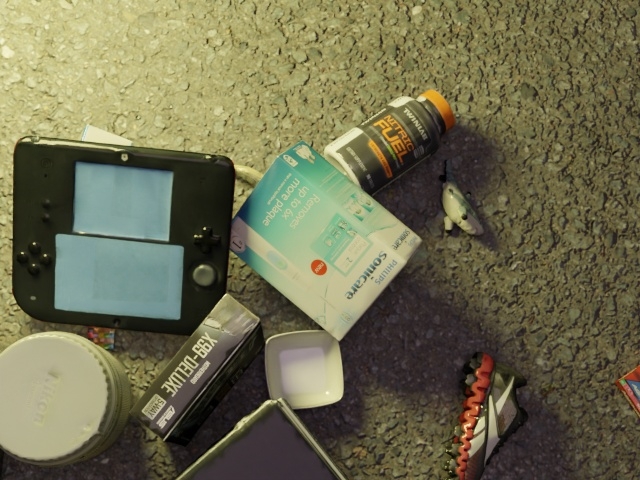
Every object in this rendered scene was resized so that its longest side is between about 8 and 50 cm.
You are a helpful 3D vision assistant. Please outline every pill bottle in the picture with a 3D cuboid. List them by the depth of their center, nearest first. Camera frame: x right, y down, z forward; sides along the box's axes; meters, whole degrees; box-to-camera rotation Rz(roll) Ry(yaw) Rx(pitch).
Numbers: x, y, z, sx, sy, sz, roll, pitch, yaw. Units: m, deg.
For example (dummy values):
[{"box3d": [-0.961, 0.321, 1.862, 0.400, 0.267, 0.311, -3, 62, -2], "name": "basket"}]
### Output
[{"box3d": [0.139, -0.190, 1.846, 0.246, 0.130, 0.130, -36, 84, -11], "name": "pill bottle"}]

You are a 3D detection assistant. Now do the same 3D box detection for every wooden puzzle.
[{"box3d": [-0.407, 0.178, 1.788, 0.049, 0.006, 0.083, 1, 79, -5], "name": "wooden puzzle"}]

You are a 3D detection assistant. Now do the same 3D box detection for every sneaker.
[{"box3d": [0.309, 0.350, 1.769, 0.135, 0.097, 0.276, 16, 77, 1], "name": "sneaker"}]

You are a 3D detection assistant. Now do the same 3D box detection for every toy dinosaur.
[{"box3d": [-0.062, -0.104, 1.849, 0.268, 0.064, 0.118, 37, 85, 6], "name": "toy dinosaur"}]

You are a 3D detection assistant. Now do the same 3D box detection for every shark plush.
[{"box3d": [0.269, -0.080, 1.891, 0.067, 0.073, 0.161, -7, 57, -26], "name": "shark plush"}]

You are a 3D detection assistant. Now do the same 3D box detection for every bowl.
[{"box3d": [-0.032, 0.241, 1.785, 0.142, 0.053, 0.141, -5, 79, -7], "name": "bowl"}]

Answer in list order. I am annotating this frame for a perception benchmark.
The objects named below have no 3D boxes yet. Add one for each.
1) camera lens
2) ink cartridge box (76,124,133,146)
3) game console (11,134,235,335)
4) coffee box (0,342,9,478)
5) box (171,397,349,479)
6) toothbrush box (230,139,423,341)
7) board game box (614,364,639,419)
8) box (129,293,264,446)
[{"box3d": [-0.441, 0.270, 1.630, 0.220, 0.274, 0.219, 1, 79, -4], "name": "camera lens"}, {"box3d": [-0.417, -0.145, 1.790, 0.090, 0.143, 0.092, 20, 77, -19], "name": "ink cartridge box"}, {"box3d": [-0.354, -0.002, 1.716, 0.387, 0.060, 0.341, 6, 112, -2], "name": "game console"}, {"box3d": [-0.608, 0.302, 1.678, 0.098, 0.141, 0.246, 3, 78, -4], "name": "coffee box"}, {"box3d": [-0.036, 0.521, 1.515, 0.297, 0.472, 0.480, -39, 85, -10], "name": "box"}, {"box3d": [0.000, 0.000, 1.747, 0.295, 0.126, 0.216, 40, 119, 2], "name": "toothbrush box"}, {"box3d": [0.704, 0.351, 1.841, 0.145, 0.027, 0.281, -32, 83, -11], "name": "board game box"}, {"box3d": [-0.199, 0.230, 1.644, 0.077, 0.307, 0.242, 38, 78, 7], "name": "box"}]
